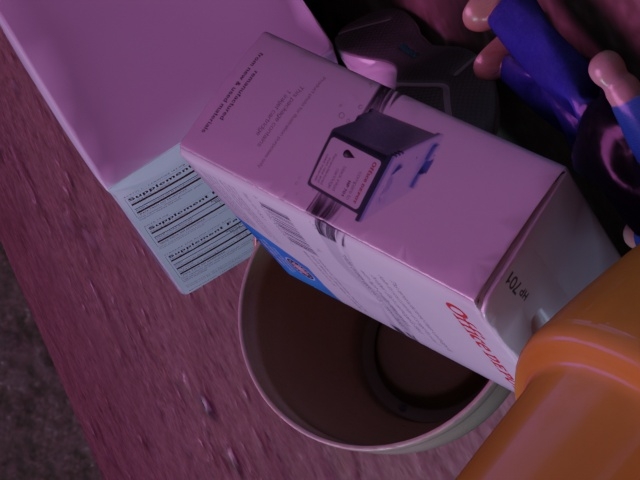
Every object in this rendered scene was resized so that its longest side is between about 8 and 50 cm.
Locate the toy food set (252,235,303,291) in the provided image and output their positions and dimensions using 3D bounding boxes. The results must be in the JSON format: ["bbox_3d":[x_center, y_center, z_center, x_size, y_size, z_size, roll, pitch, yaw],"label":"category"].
[{"bbox_3d":[0.000,0.000,1.172,0.038,0.132,0.192,29,149,32],"label":"toy food set"}]

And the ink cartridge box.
[{"bbox_3d":[0.045,-0.007,0.961,0.190,0.082,0.139,26,166,34],"label":"ink cartridge box"}]

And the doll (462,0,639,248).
[{"bbox_3d":[0.132,-0.044,0.860,0.189,0.046,0.129,50,169,34],"label":"doll"}]

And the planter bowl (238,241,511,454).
[{"bbox_3d":[0.050,0.047,1.097,0.162,0.162,0.109,55,-171,26],"label":"planter bowl"}]

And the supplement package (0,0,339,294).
[{"bbox_3d":[-0.088,-0.107,1.172,0.194,0.149,0.203,57,177,20],"label":"supplement package"}]

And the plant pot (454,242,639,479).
[{"bbox_3d":[0.132,0.159,0.774,0.254,0.239,0.254,47,163,19],"label":"plant pot"}]

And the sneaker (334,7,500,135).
[{"bbox_3d":[0.059,-0.073,1.043,0.152,0.053,0.061,51,166,58],"label":"sneaker"}]
